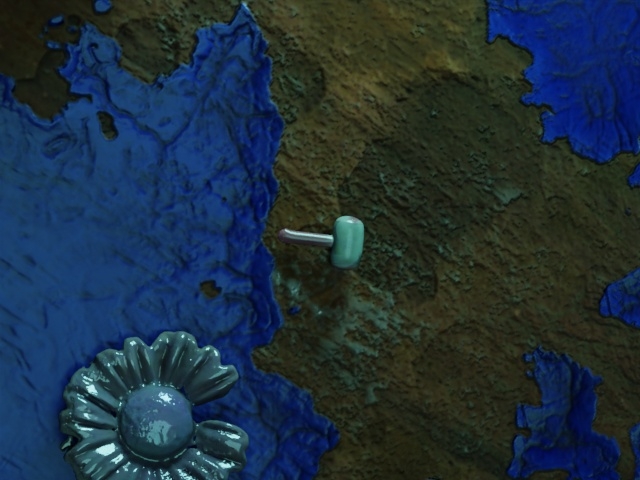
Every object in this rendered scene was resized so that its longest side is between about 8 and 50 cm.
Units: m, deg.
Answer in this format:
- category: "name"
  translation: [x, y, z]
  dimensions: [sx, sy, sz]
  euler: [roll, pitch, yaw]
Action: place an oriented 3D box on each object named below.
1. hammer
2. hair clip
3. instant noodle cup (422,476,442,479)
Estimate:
- category: "hammer"
  translation: [0.000, 0.000, 1.307]
  dimensions: [0.083, 0.031, 0.052]
  euler: [6, 91, -10]
- category: "hair clip"
  translation: [-0.149, 0.239, 1.267]
  dimensions: [0.173, 0.069, 0.300]
  euler: [-7, 97, -15]
- category: "instant noodle cup"
  translation: [0.077, 0.366, 1.278]
  dimensions: [0.255, 0.244, 0.244]
  euler: [-45, 105, -14]
